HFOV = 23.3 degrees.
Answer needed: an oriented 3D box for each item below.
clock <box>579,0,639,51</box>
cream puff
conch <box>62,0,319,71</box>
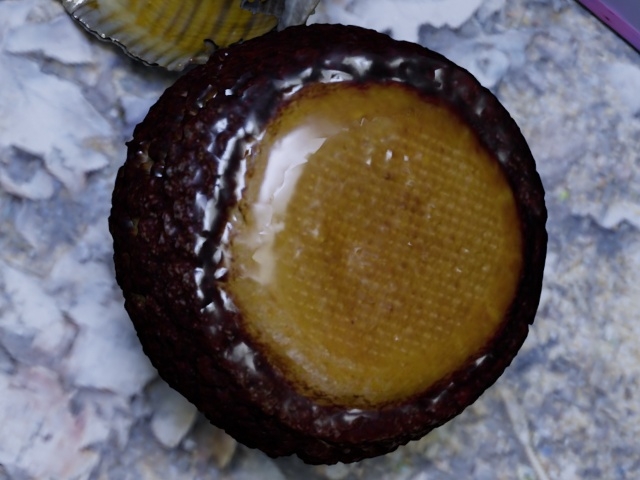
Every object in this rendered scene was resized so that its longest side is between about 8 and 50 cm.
[{"bbox_3d":[0.232,-0.232,1.015,0.253,0.083,0.186,38,69,0],"label":"clock"},{"bbox_3d":[0.000,0.000,0.845,0.239,0.165,0.239,0,90,-21],"label":"cream puff"},{"bbox_3d":[-0.064,-0.190,0.902,0.245,0.163,0.178,-5,75,20],"label":"conch"}]
